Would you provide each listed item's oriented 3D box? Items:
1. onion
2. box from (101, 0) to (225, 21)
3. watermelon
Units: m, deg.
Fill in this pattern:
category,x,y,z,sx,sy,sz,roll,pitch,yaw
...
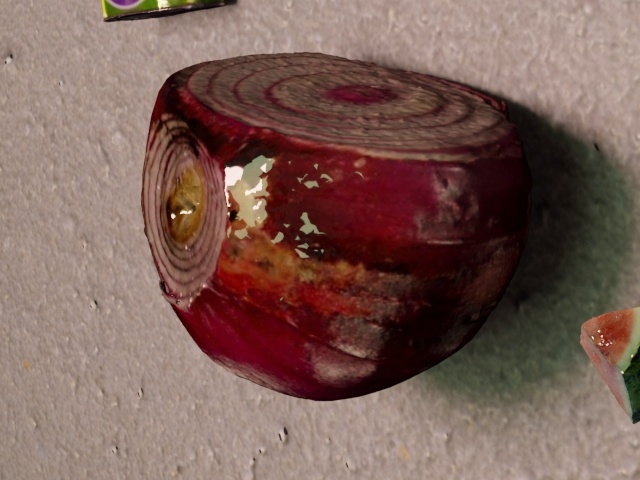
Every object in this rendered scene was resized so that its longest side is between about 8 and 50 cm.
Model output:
category,x,y,z,sx,sy,sz,roll,pitch,yaw
onion,0.000,0.000,1.220,0.336,0.282,0.260,25,114,43
box,-0.172,-0.387,1.472,0.134,0.097,0.345,1,99,47
watermelon,0.230,0.087,1.135,0.072,0.084,0.092,14,96,56
